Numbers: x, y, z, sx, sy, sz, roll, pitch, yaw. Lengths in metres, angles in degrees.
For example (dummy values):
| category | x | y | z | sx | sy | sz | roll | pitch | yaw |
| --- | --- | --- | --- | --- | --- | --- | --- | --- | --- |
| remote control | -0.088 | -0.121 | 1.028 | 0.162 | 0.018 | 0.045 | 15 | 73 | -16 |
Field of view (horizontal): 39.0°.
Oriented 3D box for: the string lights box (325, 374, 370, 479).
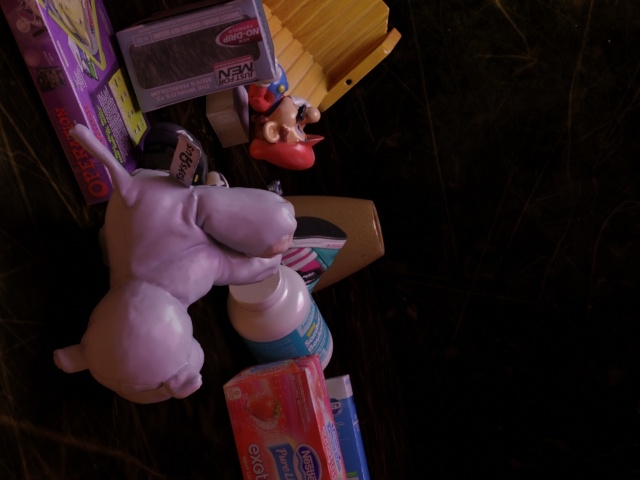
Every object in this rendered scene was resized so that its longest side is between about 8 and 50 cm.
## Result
| category | x | y | z | sx | sy | sz | roll | pitch | yaw |
| --- | --- | --- | --- | --- | --- | --- | --- | --- | --- |
| string lights box | 0.016 | 0.413 | 1.825 | 0.077 | 0.133 | 0.259 | 20 | 58 | -79 |

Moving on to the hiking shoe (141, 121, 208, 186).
| category | x | y | z | sx | sy | sz | roll | pitch | yaw |
| --- | --- | --- | --- | --- | --- | --- | --- | --- | --- |
| hiking shoe | -0.197 | -0.041 | 1.164 | 0.114 | 0.086 | 0.227 | -77 | 174 | -51 |

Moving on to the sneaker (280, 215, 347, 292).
| category | x | y | z | sx | sy | sz | roll | pitch | yaw |
| --- | --- | --- | --- | --- | --- | --- | --- | --- | --- |
| sneaker | -0.096 | 0.040 | 1.713 | 0.295 | 0.178 | 0.124 | 7 | 27 | -43 |

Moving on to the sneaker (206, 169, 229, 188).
| category | x | y | z | sx | sy | sz | roll | pitch | yaw |
| --- | --- | --- | --- | --- | --- | --- | --- | --- | --- |
| sneaker | -0.182 | -0.074 | 1.572 | 0.044 | 0.040 | 0.109 | 44 | 33 | -69 |

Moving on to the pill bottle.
| category | x | y | z | sx | sy | sz | roll | pitch | yaw |
| --- | --- | --- | --- | --- | --- | --- | --- | --- | --- |
| pill bottle | -0.076 | 0.139 | 1.595 | 0.264 | 0.146 | 0.146 | 65 | 15 | -53 |

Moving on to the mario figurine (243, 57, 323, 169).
| category | x | y | z | sx | sy | sz | roll | pitch | yaw |
| --- | --- | --- | --- | --- | --- | --- | --- | --- | --- |
| mario figurine | -0.072 | -0.289 | 1.711 | 0.198 | 0.170 | 0.320 | -33 | 107 | -42 |

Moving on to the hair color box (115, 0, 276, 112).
| category | x | y | z | sx | sy | sz | roll | pitch | yaw |
| --- | --- | --- | --- | --- | --- | --- | --- | --- | --- |
| hair color box | -0.169 | -0.294 | 1.336 | 0.374 | 0.185 | 0.113 | -101 | 176 | -71 |

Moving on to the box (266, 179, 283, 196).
| category | x | y | z | sx | sy | sz | roll | pitch | yaw |
| --- | --- | --- | --- | --- | --- | --- | --- | --- | --- |
| box | -0.105 | -0.106 | 2.154 | 0.083 | 0.018 | 0.067 | -60 | 137 | -77 |

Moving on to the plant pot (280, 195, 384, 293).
| category | x | y | z | sx | sy | sz | roll | pitch | yaw |
| --- | --- | --- | --- | --- | --- | --- | --- | --- | --- |
| plant pot | 0.000 | 0.000 | 1.916 | 0.237 | 0.254 | 0.237 | -12 | 90 | -82 |

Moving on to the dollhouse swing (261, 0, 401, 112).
| category | x | y | z | sx | sy | sz | roll | pitch | yaw |
| --- | --- | --- | --- | --- | --- | --- | --- | --- | --- |
| dollhouse swing | -0.025 | -0.485 | 2.021 | 0.347 | 0.315 | 0.305 | 47 | 12 | -11 |

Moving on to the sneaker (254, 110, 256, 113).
| category | x | y | z | sx | sy | sz | roll | pitch | yaw |
| --- | --- | --- | --- | --- | --- | --- | --- | --- | --- |
| sneaker | -0.100 | -0.382 | 2.234 | 0.146 | 0.122 | 0.330 | 62 | 18 | -54 |

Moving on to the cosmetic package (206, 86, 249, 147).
| category | x | y | z | sx | sy | sz | roll | pitch | yaw |
| --- | --- | --- | --- | --- | --- | --- | --- | --- | --- |
| cosmetic package | -0.186 | -0.307 | 1.792 | 0.099 | 0.060 | 0.239 | 68 | 13 | -51 |

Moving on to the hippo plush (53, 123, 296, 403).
| category | x | y | z | sx | sy | sz | roll | pitch | yaw |
| --- | --- | --- | --- | --- | --- | --- | --- | --- | --- |
| hippo plush | -0.149 | 0.057 | 0.972 | 0.294 | 0.234 | 0.236 | 105 | -10 | -67 |

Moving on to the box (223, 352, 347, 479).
| category | x | y | z | sx | sy | sz | roll | pitch | yaw |
| --- | --- | --- | --- | --- | --- | --- | --- | --- | --- |
| box | -0.046 | 0.354 | 1.493 | 0.154 | 0.142 | 0.300 | -17 | 95 | -82 |

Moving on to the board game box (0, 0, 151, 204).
| category | x | y | z | sx | sy | sz | roll | pitch | yaw |
| --- | --- | --- | --- | --- | --- | --- | --- | --- | --- |
| board game box | -0.297 | -0.239 | 1.074 | 0.208 | 0.056 | 0.347 | -93 | 168 | -64 |
